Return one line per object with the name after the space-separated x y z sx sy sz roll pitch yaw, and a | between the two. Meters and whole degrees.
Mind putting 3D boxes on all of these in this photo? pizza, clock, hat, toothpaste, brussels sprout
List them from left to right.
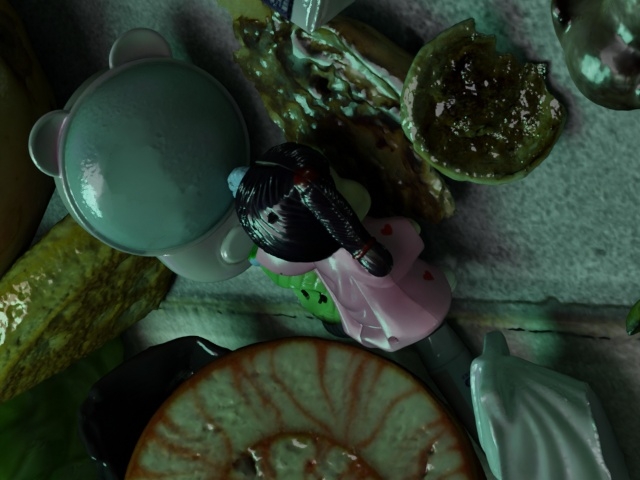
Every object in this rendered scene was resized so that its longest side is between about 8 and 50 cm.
-0.349 0.201 1.798 0.281 0.289 0.355 -7 139 35 | brussels sprout
-0.244 0.034 1.570 0.087 0.258 0.268 47 143 12 | pizza
-0.063 0.229 1.608 0.336 0.238 0.209 -1 159 3 | hat
0.000 0.000 1.380 0.195 0.100 0.194 46 163 -24 | clock
0.149 0.164 1.458 0.043 0.067 0.194 -30 97 20 | toothpaste

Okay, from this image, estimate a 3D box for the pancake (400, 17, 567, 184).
0.122 -0.100 1.237 0.129 0.022 0.116 31 105 -7 | pancake

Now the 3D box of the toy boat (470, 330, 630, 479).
0.210 0.213 1.363 0.100 0.199 0.290 -19 114 14 | toy boat

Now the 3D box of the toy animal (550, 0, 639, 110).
0.244 -0.158 1.019 0.233 0.121 0.169 22 115 59 | toy animal

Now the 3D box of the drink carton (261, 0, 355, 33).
-0.045 -0.274 1.214 0.222 0.134 0.102 35 142 18 | drink carton

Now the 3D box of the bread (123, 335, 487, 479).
-0.022 0.239 1.433 0.295 0.327 0.114 51 179 9 | bread

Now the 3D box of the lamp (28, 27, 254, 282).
-0.134 -0.059 1.451 0.246 0.179 0.108 48 172 -28 | lamp

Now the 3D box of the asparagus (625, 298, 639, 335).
0.302 0.015 1.205 0.034 0.027 0.236 45 142 -2 | asparagus

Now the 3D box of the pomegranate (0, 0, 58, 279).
-0.452 -0.098 1.560 0.411 0.411 0.411 26 136 27 | pomegranate

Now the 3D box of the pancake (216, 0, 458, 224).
0.032 -0.122 1.333 0.257 0.056 0.212 53 150 -17 | pancake
